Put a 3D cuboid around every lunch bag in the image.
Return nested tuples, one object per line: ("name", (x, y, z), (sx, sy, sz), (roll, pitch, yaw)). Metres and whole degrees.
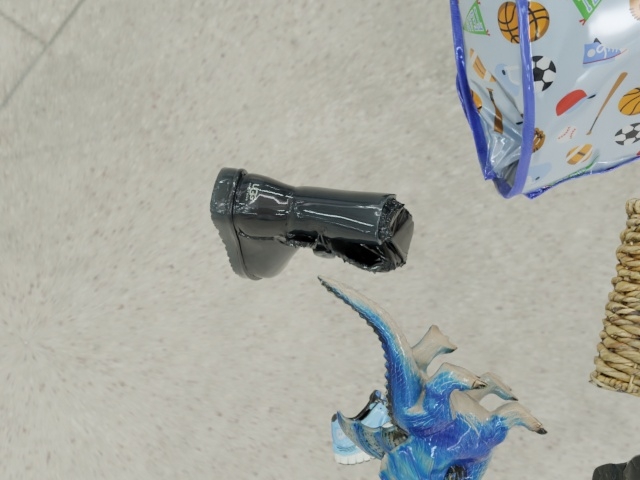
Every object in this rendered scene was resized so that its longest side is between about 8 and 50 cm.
("lunch bag", (0.343, -0.264, 1.470), (0.327, 0.239, 0.386), (-20, 122, -11))

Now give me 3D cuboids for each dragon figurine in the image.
("dragon figurine", (0.071, 0.148, 0.883), (0.144, 0.085, 0.289), (-47, 129, 6))

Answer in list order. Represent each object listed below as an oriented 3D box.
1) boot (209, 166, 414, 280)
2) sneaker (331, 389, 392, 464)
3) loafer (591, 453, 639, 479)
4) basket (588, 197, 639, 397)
("boot", (0.000, 0.000, 1.312), (0.207, 0.246, 0.094), (12, 72, 12))
("sneaker", (0.087, 0.206, 1.352), (0.162, 0.063, 0.073), (-18, 88, -9))
("loafer", (0.427, 0.314, 1.517), (0.061, 0.170, 0.062), (12, 75, -20))
("basket", (0.482, 0.091, 1.264), (0.213, 0.299, 0.223), (15, 87, -45))
